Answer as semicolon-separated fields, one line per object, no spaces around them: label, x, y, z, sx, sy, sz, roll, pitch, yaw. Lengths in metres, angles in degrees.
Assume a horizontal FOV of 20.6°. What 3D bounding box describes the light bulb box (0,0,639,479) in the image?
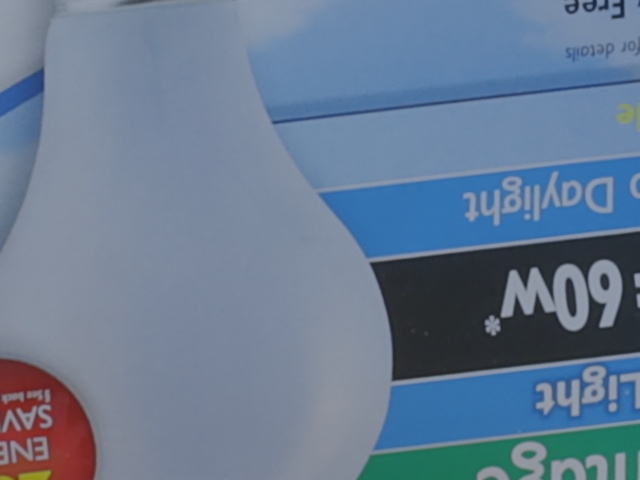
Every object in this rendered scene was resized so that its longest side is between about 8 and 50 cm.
light bulb box;0.000;0.000;0.689;0.357;0.361;0.225;-7;-5;-1
